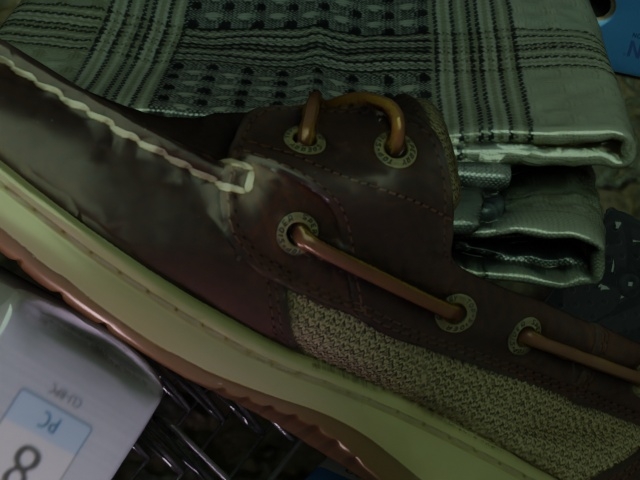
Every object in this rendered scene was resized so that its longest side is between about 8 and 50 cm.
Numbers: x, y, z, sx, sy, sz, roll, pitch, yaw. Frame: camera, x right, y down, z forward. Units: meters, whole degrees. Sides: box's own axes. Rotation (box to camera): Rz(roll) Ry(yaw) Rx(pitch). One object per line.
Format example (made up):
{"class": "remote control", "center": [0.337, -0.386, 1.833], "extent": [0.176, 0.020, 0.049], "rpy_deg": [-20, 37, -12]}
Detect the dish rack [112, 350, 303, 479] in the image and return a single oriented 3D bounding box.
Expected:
{"class": "dish rack", "center": [-0.061, 0.056, 0.592], "extent": [0.271, 0.208, 0.074], "rpy_deg": [-50, 116, -21]}

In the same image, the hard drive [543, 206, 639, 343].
{"class": "hard drive", "center": [0.219, 0.118, 0.683], "extent": [0.254, 0.054, 0.172], "rpy_deg": [37, 69, 5]}

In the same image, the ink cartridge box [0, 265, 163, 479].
{"class": "ink cartridge box", "center": [-0.273, 0.152, 0.503], "extent": [0.308, 0.091, 0.385], "rpy_deg": [22, 76, 44]}

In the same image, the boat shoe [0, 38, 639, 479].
{"class": "boat shoe", "center": [0.000, 0.000, 0.437], "extent": [0.342, 0.123, 0.123], "rpy_deg": [34, 87, -13]}

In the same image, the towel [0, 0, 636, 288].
{"class": "towel", "center": [-0.012, -0.101, 0.622], "extent": [0.312, 0.056, 0.324], "rpy_deg": [7, 36, 2]}

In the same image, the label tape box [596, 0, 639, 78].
{"class": "label tape box", "center": [0.170, -0.287, 0.774], "extent": [0.240, 0.106, 0.334], "rpy_deg": [12, 110, -3]}

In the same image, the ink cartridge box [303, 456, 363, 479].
{"class": "ink cartridge box", "center": [0.057, 0.150, 0.561], "extent": [0.139, 0.190, 0.082], "rpy_deg": [25, 104, 11]}
